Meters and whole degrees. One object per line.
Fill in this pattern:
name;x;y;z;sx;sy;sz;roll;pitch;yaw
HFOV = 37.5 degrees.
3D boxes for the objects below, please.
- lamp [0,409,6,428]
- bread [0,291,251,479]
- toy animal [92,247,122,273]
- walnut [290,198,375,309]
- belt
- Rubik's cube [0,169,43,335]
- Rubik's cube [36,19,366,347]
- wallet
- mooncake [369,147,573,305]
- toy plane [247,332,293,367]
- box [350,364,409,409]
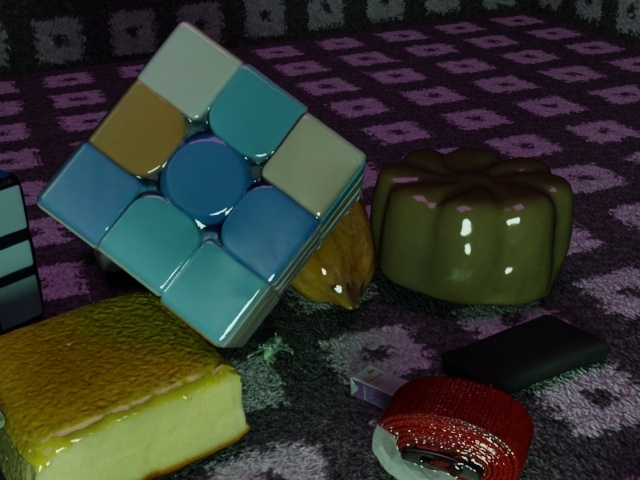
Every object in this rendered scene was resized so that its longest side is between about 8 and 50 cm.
lamp;-0.526;0.249;1.219;0.244;0.198;0.198;-34;11;28
bread;-0.311;0.222;1.349;0.324;0.143;0.333;-18;29;-27
toy animal;-0.348;-0.015;1.824;0.208;0.154;0.325;-29;43;-20
walnut;0.000;0.000;1.727;0.209;0.209;0.336;-11;47;-18
belt;0.170;0.262;1.235;0.201;0.128;0.124;9;26;19
Rubik's cube;-0.683;0.025;1.632;0.288;0.293;0.283;21;36;37
Rubik's cube;-0.162;-0.065;1.455;0.344;0.346;0.347;37;-6;5
wallet;0.324;0.182;1.494;0.250;0.044;0.149;-17;25;-26
mooncake;0.277;-0.042;1.745;0.378;0.200;0.378;5;23;-2
toy plane;-0.080;0.176;1.549;0.080;0.033;0.083;-9;22;20
box;0.103;0.229;1.417;0.117;0.036;0.050;18;31;37
